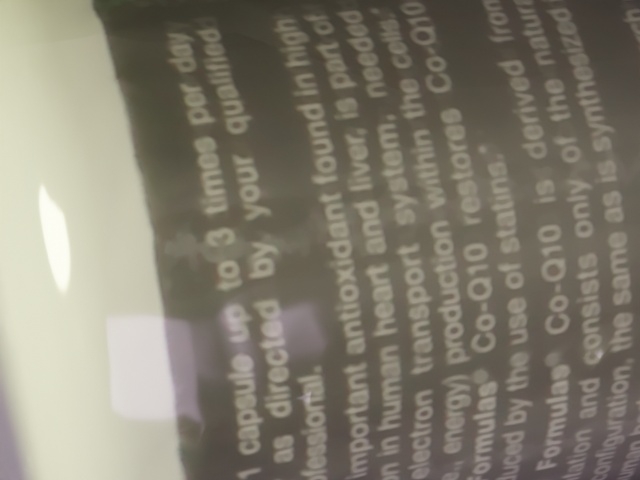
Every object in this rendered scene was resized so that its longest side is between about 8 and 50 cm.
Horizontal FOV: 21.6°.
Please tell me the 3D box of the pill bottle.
[{"bbox_3d":[0.000,0.000,0.533,0.361,0.204,0.204,-10,124,-14],"label":"pill bottle"}]
